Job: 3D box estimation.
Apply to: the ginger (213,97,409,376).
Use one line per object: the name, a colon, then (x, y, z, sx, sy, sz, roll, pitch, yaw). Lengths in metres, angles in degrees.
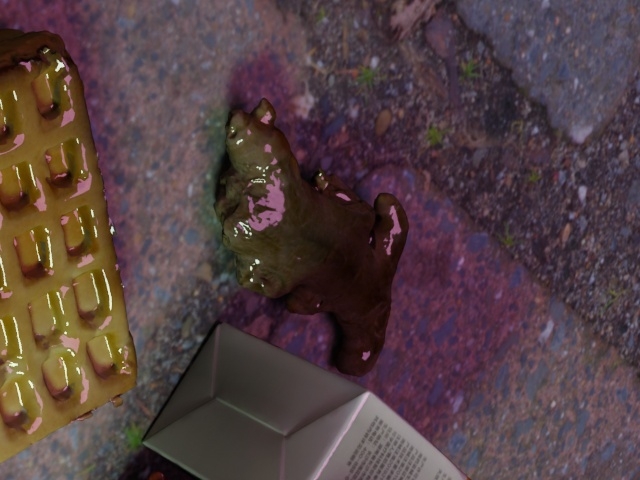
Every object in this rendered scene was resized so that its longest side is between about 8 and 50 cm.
ginger: (-0.001, -0.001, 1.534, 0.166, 0.080, 0.333, -50, 129, -4)

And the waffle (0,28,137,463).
waffle: (-0.271, 0.015, 1.278, 0.224, 0.098, 0.327, -28, 123, -33)

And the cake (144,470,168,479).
cake: (-0.070, 0.407, 1.428, 0.269, 0.319, 0.270, 43, 73, -41)

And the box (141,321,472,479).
box: (0.029, 0.242, 1.538, 0.341, 0.225, 0.143, 42, 76, -41)
